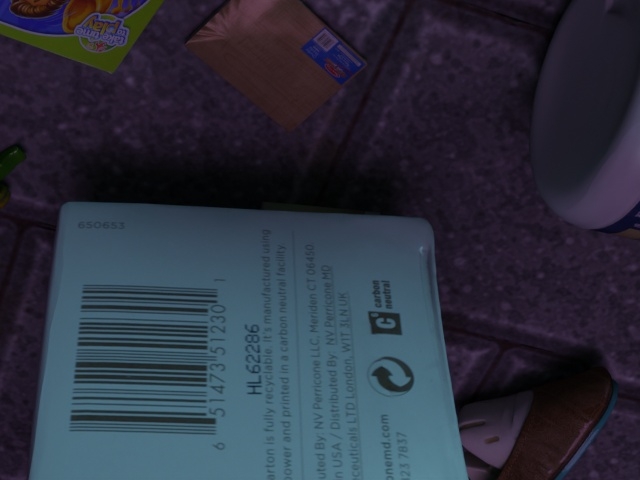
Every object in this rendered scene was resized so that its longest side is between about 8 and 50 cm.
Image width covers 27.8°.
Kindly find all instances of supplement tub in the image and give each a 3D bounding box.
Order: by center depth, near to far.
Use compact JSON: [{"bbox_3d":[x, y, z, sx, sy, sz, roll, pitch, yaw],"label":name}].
[{"bbox_3d":[0.356,-0.092,1.052,0.316,0.228,0.228,13,125,-14],"label":"supplement tub"}]

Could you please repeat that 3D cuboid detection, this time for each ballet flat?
[{"bbox_3d":[0.181,0.245,1.383,0.124,0.116,0.342,28,126,-1],"label":"ballet flat"}]

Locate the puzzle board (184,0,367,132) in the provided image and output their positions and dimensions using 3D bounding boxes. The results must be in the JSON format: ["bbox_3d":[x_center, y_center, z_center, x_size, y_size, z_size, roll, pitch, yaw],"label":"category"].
[{"bbox_3d":[-0.037,-0.160,1.103,0.096,0.011,0.128,-40,121,21],"label":"puzzle board"}]

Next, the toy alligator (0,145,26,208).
[{"bbox_3d":[-0.342,-0.025,1.151,0.190,0.051,0.056,-27,124,15],"label":"toy alligator"}]

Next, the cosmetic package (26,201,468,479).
[{"bbox_3d":[-0.076,0.214,1.141,0.328,0.329,0.393,2,140,-7],"label":"cosmetic package"}]

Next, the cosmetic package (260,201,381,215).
[{"bbox_3d":[0.000,0.000,1.197,0.115,0.060,0.041,4,125,-10],"label":"cosmetic package"}]

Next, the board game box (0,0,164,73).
[{"bbox_3d":[-0.236,-0.273,0.890,0.347,0.078,0.233,16,126,-39],"label":"board game box"}]
